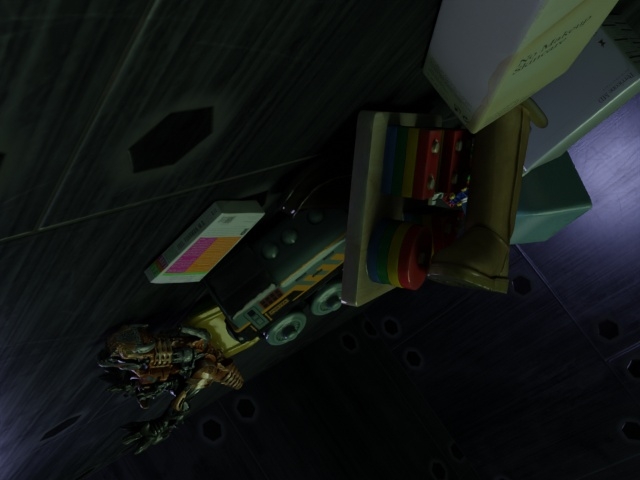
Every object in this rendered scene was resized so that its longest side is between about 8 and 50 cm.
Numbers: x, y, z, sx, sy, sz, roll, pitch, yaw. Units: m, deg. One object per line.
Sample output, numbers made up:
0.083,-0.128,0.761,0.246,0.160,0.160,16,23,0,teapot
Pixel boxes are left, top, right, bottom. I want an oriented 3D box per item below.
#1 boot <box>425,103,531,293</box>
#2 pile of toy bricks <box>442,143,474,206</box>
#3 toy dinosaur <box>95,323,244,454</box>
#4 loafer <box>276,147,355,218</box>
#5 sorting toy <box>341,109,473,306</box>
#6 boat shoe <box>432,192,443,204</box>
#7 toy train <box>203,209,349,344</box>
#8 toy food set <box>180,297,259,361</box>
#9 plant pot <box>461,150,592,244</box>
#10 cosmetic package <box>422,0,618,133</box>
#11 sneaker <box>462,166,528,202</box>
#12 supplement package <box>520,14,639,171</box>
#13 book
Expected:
0.225,-0.067,0.951,0.089,0.270,0.236,8,178,25,boot
0.331,-0.174,1.438,0.212,0.118,0.105,-36,-151,30,pile of toy bricks
-0.242,0.230,1.143,0.218,0.164,0.322,-44,124,14,toy dinosaur
0.034,-0.079,0.959,0.220,0.078,0.080,-28,167,-35,loafer
0.136,-0.049,0.966,0.257,0.089,0.256,-17,115,-60,sorting toy
0.206,-0.109,1.337,0.258,0.084,0.095,-42,167,32,boat shoe
-0.028,0.037,1.089,0.333,0.142,0.190,-37,149,-2,toy train
-0.169,0.141,1.261,0.217,0.071,0.128,-23,130,-13,toy food set
0.521,-0.127,1.850,0.252,0.248,0.247,-12,161,-19,plant pot
0.218,-0.248,0.715,0.160,0.113,0.309,-35,170,-5,cosmetic package
0.435,-0.184,1.662,0.281,0.105,0.115,-35,169,1,sneaker
0.475,-0.278,1.283,0.204,0.145,0.262,-23,163,-50,supplement package
-0.149,0.002,0.880,0.144,0.035,0.096,-41,165,23,book
